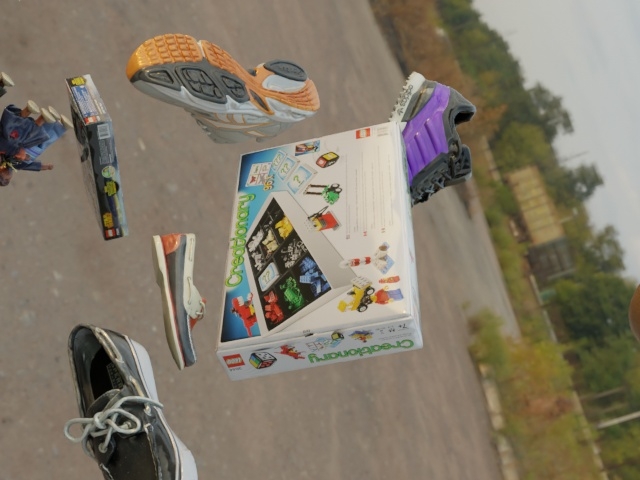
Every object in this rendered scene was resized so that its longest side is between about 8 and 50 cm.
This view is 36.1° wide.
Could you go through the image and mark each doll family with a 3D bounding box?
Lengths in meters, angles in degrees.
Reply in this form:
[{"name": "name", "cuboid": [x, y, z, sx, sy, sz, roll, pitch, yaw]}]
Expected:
[{"name": "doll family", "cuboid": [-0.360, -0.122, 1.075, 0.193, 0.111, 0.076, 39, 8, -39]}]

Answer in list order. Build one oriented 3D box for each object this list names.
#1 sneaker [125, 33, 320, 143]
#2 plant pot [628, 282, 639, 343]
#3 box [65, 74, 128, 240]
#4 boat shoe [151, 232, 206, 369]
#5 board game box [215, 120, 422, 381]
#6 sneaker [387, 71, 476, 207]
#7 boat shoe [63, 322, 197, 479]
[{"name": "sneaker", "cuboid": [-0.126, -0.161, 1.177, 0.262, 0.121, 0.099, 7, 54, -42]}, {"name": "plant pot", "cuboid": [0.505, 0.126, 1.198, 0.254, 0.237, 0.237, 38, -21, 57]}, {"name": "box", "cuboid": [-0.220, -0.081, 0.968, 0.094, 0.027, 0.137, -124, -154, -47]}, {"name": "boat shoe", "cuboid": [-0.130, 0.055, 0.933, 0.049, 0.043, 0.137, 122, -41, -59]}, {"name": "board game box", "cuboid": [0.000, 0.000, 1.030, 0.305, 0.193, 0.053, -88, 163, -47]}, {"name": "sneaker", "cuboid": [0.152, -0.107, 1.477, 0.102, 0.146, 0.293, 85, 28, -75]}, {"name": "boat shoe", "cuboid": [-0.235, 0.217, 1.160, 0.105, 0.113, 0.306, 42, 18, -46]}]
